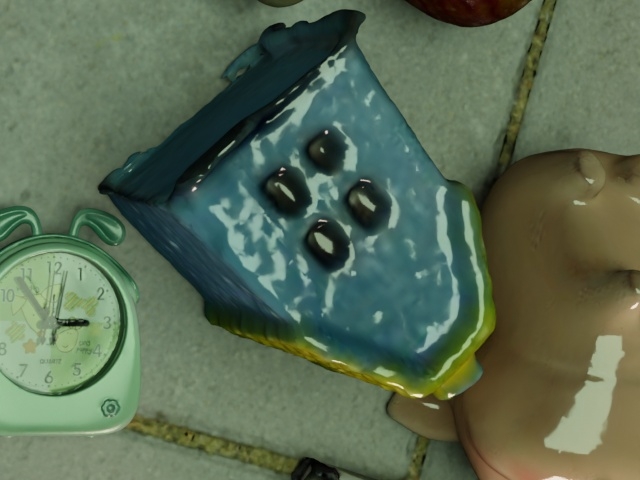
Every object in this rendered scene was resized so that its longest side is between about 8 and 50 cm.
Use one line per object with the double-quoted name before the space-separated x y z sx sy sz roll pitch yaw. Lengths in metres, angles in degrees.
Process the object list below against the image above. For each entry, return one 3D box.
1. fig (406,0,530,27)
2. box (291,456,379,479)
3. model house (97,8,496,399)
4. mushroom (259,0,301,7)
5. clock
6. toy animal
"fig" 0.140 -0.257 1.595 0.175 0.207 0.175 -3 77 15
"box" 0.123 0.331 1.628 0.369 0.112 0.190 19 85 -21
"model house" 0.000 0.000 1.495 0.215 0.237 0.303 -39 105 -15
"mushroom" -0.048 -0.267 1.527 0.154 0.122 0.154 7 109 20
"clock" -0.218 0.066 1.510 0.148 0.060 0.188 4 91 -20
"toy animal" 0.213 0.085 1.599 0.237 0.269 0.326 7 58 -21
